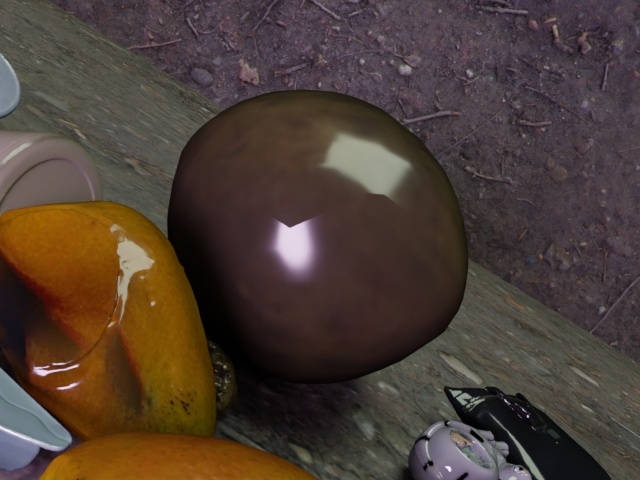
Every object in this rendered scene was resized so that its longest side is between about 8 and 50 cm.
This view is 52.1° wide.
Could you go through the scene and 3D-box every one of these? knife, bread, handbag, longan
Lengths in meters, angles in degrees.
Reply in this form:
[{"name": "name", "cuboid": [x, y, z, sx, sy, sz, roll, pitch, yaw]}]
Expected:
[{"name": "knife", "cuboid": [-0.256, 0.058, 0.430, 0.260, 0.034, 0.063, 31, 9, 29]}, {"name": "bread", "cuboid": [-0.129, 0.123, 0.648, 0.113, 0.060, 0.082, 31, 15, 0]}, {"name": "handbag", "cuboid": [0.303, 0.297, 0.951, 0.254, 0.088, 0.211, 19, 24, -47]}, {"name": "longan", "cuboid": [0.000, 0.000, 0.791, 0.404, 0.336, 0.404, 29, 1, 0]}]

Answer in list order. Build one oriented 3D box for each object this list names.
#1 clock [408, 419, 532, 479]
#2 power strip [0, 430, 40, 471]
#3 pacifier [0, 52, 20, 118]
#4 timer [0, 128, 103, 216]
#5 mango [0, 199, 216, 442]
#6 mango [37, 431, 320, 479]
[{"name": "clock", "cuboid": [0.184, 0.279, 0.755, 0.176, 0.080, 0.117, 25, 15, -35]}, {"name": "power strip", "cuboid": [-0.278, 0.109, 0.370, 0.167, 0.054, 0.253, 34, 14, 6]}, {"name": "pacifier", "cuboid": [-0.525, -0.278, 0.876, 0.287, 0.226, 0.238, 19, 37, -41]}, {"name": "timer", "cuboid": [-0.363, -0.042, 0.603, 0.266, 0.175, 0.175, 16, 9, 13]}, {"name": "mango", "cuboid": [-0.161, 0.078, 0.529, 0.236, 0.136, 0.166, 60, -12, 27]}, {"name": "mango", "cuboid": [-0.041, 0.208, 0.367, 0.257, 0.138, 0.187, 19, 29, -26]}]
